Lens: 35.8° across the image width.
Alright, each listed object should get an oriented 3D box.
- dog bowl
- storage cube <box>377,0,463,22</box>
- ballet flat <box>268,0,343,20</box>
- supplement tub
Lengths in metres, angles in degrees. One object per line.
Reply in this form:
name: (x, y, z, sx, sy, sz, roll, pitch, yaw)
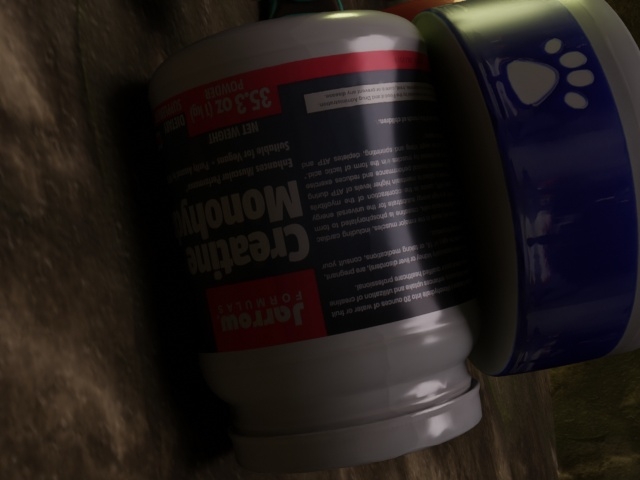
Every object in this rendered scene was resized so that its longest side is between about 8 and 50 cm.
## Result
dog bowl: (0.140, -0.041, 0.699, 0.265, 0.104, 0.264, 168, -90, -83)
storage cube: (0.098, -0.121, 1.037, 0.193, 0.215, 0.183, -92, 161, -47)
ballet flat: (-0.012, -0.203, 0.956, 0.087, 0.083, 0.247, 77, 12, -63)
supplement tub: (0.000, 0.000, 0.665, 0.191, 0.191, 0.272, -8, 87, -73)
